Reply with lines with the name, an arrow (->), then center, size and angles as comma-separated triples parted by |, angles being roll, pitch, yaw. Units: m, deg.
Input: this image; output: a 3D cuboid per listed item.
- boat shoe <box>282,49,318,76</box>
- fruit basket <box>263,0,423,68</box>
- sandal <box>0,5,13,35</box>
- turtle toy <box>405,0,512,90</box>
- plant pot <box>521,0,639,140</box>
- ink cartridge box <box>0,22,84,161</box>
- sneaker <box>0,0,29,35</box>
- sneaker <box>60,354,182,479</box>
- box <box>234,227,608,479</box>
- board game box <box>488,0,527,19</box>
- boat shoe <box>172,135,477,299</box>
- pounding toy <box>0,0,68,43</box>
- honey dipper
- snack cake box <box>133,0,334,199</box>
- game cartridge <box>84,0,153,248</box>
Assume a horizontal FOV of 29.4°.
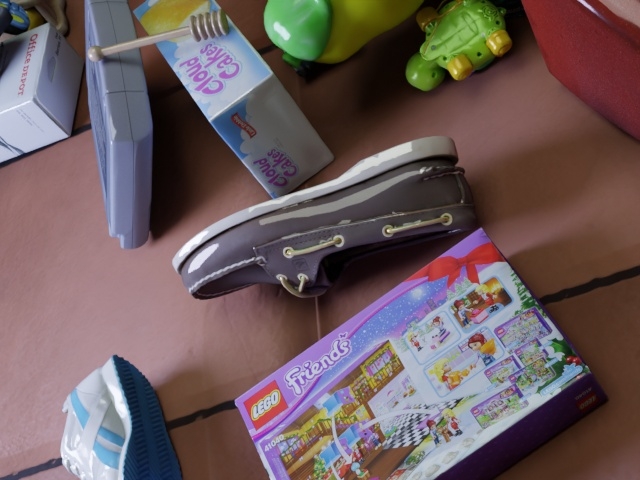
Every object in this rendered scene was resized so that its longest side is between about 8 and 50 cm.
boat shoe -> -0.027, -0.278, 1.492 | 0.083, 0.065, 0.183 | -33, 46, 8
fruit basket -> 0.065, -0.370, 1.310 | 0.392, 0.283, 0.392 | -22, 15, 6
sandal -> -0.486, -0.200, 1.620 | 0.097, 0.054, 0.254 | 28, 85, 50
turtle toy -> 0.148, -0.213, 1.329 | 0.130, 0.066, 0.095 | -33, 69, 10
plant pot -> 0.352, -0.212, 1.083 | 0.267, 0.267, 0.236 | -34, 58, 5
ink cartridge box -> -0.438, -0.190, 1.671 | 0.208, 0.087, 0.153 | -17, 49, 23
sneaker -> -0.493, -0.300, 1.706 | 0.188, 0.078, 0.067 | 2, 24, 11
sneaker -> -0.204, 0.223, 1.220 | 0.092, 0.087, 0.229 | -38, 38, 12
box -> 0.082, 0.145, 1.107 | 0.293, 0.057, 0.201 | -35, 46, 5
board game box -> 0.257, -0.334, 1.380 | 0.126, 0.026, 0.186 | -6, 54, 29
boat shoe -> 0.000, 0.000, 1.234 | 0.324, 0.116, 0.097 | -22, 76, 16
pounding toy -> -0.517, -0.328, 1.779 | 0.269, 0.155, 0.154 | -12, 50, 25
honey dipper -> -0.181, -0.223, 1.337 | 0.160, 0.030, 0.030 | -11, 51, 10
snack cake box -> -0.103, -0.182, 1.407 | 0.089, 0.152, 0.264 | -37, 45, 0
game cartridge -> -0.243, -0.161, 1.456 | 0.062, 0.198, 0.297 | -2, 46, -17
